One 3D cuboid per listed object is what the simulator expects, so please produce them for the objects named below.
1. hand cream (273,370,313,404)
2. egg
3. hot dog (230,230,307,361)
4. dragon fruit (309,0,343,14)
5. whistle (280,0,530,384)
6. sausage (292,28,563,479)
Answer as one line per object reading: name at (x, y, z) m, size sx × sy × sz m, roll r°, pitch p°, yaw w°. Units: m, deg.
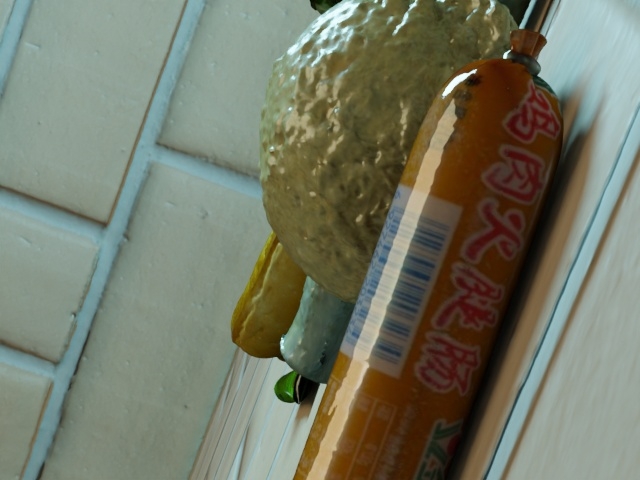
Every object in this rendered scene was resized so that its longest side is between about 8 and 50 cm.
hand cream at (-0.019, 0.111, 1.386) m, size 0.122 × 0.023 × 0.036 m, roll 130°, pitch 161°, yaw -80°
egg at (0.032, -0.040, 0.735) m, size 0.116 × 0.118 × 0.140 m, roll -9°, pitch -61°, yaw -43°
hot dog at (0.000, 0.000, 1.361) m, size 0.100 × 0.068 × 0.249 m, roll -54°, pitch -7°, yaw -47°
dragon fruit at (0.046, -0.270, 1.363) m, size 0.182 × 0.182 × 0.188 m, roll 116°, pitch 172°, yaw -63°
whistle at (0.054, -0.061, 0.924) m, size 0.068 × 0.057 × 0.326 m, roll -96°, pitch 24°, yaw -55°
sausage at (0.017, 0.088, 0.654) m, size 0.053 × 0.053 × 0.347 m, roll -114°, pitch 44°, yaw -85°
